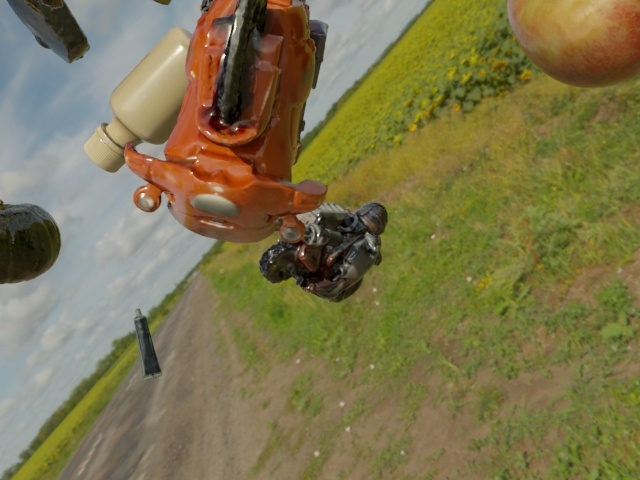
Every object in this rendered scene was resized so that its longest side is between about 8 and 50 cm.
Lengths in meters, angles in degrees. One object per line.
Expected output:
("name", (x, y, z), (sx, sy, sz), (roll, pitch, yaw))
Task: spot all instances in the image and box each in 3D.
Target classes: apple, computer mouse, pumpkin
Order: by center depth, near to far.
("apple", (0.319, -0.279, 0.671), (0.209, 0.164, 0.209), (-24, 59, 47))
("pumpkin", (-0.597, -0.001, 1.080), (0.223, 0.224, 0.157), (-100, 10, -81))
("computer mouse", (-0.585, -0.493, 1.205), (0.100, 0.269, 0.170), (-31, 20, -10))

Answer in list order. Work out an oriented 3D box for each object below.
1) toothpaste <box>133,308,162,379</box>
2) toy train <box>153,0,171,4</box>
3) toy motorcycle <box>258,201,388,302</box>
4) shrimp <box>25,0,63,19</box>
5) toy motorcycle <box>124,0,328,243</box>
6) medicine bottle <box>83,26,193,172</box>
("toothpaste", (-0.343, 0.201, 1.146), (0.037, 0.139, 0.021), (-13, -3, -15))
("toy train", (-0.223, -0.376, 0.700), (0.127, 0.219, 0.089), (-56, -3, 14))
("toy motorcycle", (0.000, 0.000, 0.976), (0.207, 0.134, 0.401), (-49, -34, 13))
("shrimp", (-0.255, -0.265, 0.502), (0.162, 0.045, 0.095), (100, 177, -76))
("toy motorcycle", (-0.057, -0.122, 0.481), (0.325, 0.148, 0.221), (-87, 11, -58))
("medicine bottle", (-0.272, -0.215, 0.937), (0.252, 0.114, 0.114), (-43, 8, 11))
